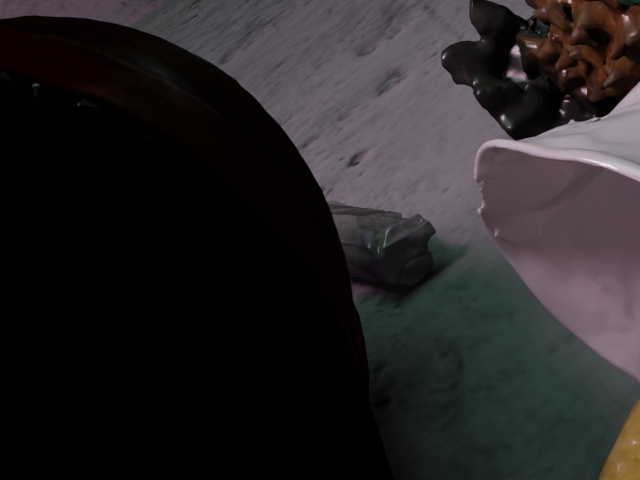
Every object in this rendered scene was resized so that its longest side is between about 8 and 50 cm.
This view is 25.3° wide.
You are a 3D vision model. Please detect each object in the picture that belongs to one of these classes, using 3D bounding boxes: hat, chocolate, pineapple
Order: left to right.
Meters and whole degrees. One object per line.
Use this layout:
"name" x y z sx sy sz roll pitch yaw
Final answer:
"chocolate" -0.144 0.064 0.747 0.383 0.384 0.331 -32 5 10
"pineapple" 0.190 -0.139 0.837 0.223 0.223 0.357 -48 4 -28
"hat" 0.171 -0.014 0.561 0.126 0.203 0.203 -47 22 -14

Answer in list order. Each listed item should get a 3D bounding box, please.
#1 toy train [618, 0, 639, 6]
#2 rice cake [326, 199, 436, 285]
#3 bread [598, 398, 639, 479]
"toy train" 0.236 -0.183 0.589 0.145 0.266 0.202 155 127 -79
"rice cake" 0.000 -0.001 1.023 0.055 0.049 0.270 -21 13 -26
"bread" 0.145 0.145 0.381 0.184 0.114 0.275 -13 31 40
